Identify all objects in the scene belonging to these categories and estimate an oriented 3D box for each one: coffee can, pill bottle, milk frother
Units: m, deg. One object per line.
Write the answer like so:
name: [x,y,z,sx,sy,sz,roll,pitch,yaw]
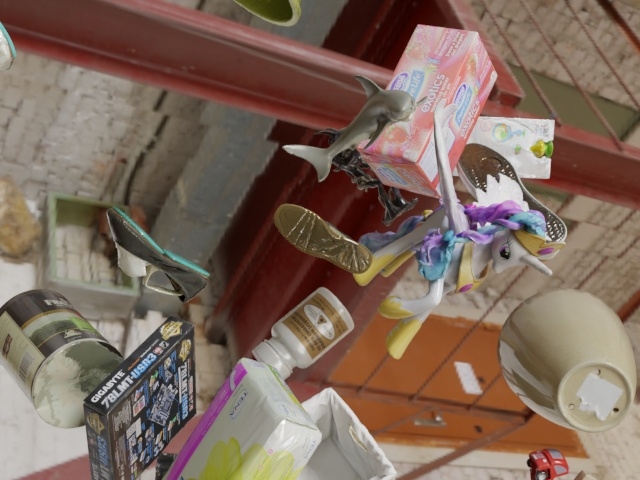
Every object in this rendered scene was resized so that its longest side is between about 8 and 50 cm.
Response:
coffee can: [-0.567,0.248,1.810,0.275,0.201,0.202,29,-74,46]
pill bottle: [-0.044,0.229,2.014,0.229,0.131,0.131,-39,-154,-14]
milk frother: [-0.323,0.578,1.980,0.129,0.134,0.143,-102,-162,-64]

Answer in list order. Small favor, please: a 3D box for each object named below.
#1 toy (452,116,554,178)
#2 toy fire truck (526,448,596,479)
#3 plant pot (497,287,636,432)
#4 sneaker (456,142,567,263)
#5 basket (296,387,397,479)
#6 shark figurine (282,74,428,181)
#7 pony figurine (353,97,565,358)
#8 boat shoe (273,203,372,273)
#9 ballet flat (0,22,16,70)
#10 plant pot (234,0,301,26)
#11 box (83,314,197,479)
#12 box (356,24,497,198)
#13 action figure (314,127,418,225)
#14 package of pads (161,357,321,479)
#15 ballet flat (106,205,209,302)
toy: [0.418,-0.216,1.955,0.056,0.237,0.137,-122,-146,-78]
toy fire truck: [0.444,0.449,1.508,0.047,0.135,0.192,-119,-162,-67]
plant pot: [0.471,0.240,1.547,0.274,0.256,0.257,-64,171,-81]
sneaker: [0.360,-0.065,1.676,0.290,0.105,0.123,55,-17,27]
basket: [-0.005,0.664,2.368,0.328,0.331,0.266,48,-20,32]
shark figurine: [0.070,-0.223,1.472,0.278,0.116,0.166,-27,-167,45]
pony figurine: [0.230,-0.012,1.457,0.363,0.302,0.351,-33,-139,29]
boat shoe: [0.000,0.000,1.179,0.056,0.152,0.049,-57,-171,-4]
ballet flat: [-0.704,-0.422,1.482,0.409,0.147,0.147,47,-51,15]
plant pot: [-0.069,-0.498,1.212,0.254,0.276,0.276,-54,-151,-5]
box: [-0.373,0.355,1.794,0.293,0.073,0.296,-49,154,-45]
box: [0.214,-0.256,1.669,0.142,0.154,0.300,18,-105,33]
action figure: [0.113,-0.176,1.918,0.276,0.164,0.141,51,-59,7]
package of pads: [-0.140,0.376,1.428,0.297,0.101,0.229,-58,-149,5]
ballet flat: [-0.336,0.043,1.686,0.096,0.280,0.095,-53,-142,-5]
